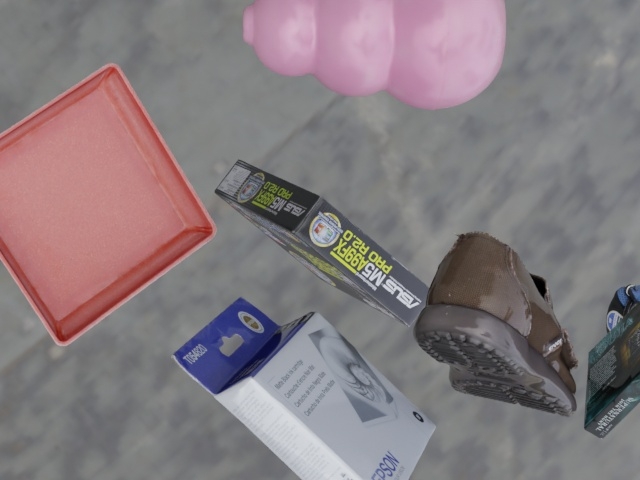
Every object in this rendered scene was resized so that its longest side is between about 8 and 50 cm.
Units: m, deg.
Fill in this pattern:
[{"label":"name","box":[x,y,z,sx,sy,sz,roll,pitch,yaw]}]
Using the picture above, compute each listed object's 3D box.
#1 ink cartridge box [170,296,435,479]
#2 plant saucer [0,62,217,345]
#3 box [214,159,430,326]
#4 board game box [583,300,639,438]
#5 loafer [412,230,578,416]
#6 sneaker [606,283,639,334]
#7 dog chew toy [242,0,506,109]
[{"label":"ink cartridge box","box":[-0.007,0.135,1.393,0.045,0.224,0.223,-49,179,18]},{"label":"plant saucer","box":[-0.294,-0.045,1.938,0.259,0.048,0.258,-37,107,-24]},{"label":"box","box":[0.000,0.000,2.057,0.216,0.270,0.060,40,84,-28]},{"label":"board game box","box":[0.336,0.104,1.615,0.026,0.126,0.186,30,126,-10]},{"label":"loafer","box":[0.194,0.085,1.558,0.366,0.134,0.130,49,55,-68]},{"label":"sneaker","box":[0.450,0.136,2.082,0.330,0.147,0.130,-76,178,-79]},{"label":"dog chew toy","box":[0.066,-0.274,2.028,0.332,0.206,0.206,2,130,-4]}]
